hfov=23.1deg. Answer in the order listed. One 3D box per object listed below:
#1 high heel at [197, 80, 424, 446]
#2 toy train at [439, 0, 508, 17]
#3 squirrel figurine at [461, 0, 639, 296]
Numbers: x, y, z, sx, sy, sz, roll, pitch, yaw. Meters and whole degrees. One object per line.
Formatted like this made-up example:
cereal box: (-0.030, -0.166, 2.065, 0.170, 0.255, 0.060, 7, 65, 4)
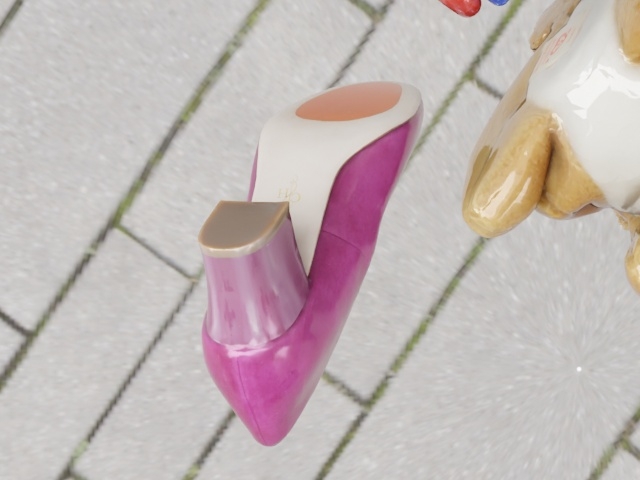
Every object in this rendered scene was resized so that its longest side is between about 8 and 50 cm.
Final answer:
high heel: (0.000, 0.000, 1.306, 0.127, 0.377, 0.181, 6, 120, 27)
toy train: (0.049, -0.274, 1.184, 0.248, 0.143, 0.105, 34, 99, -6)
squirrel figurine: (0.343, -0.066, 1.308, 0.370, 0.397, 0.281, 35, 110, -10)
